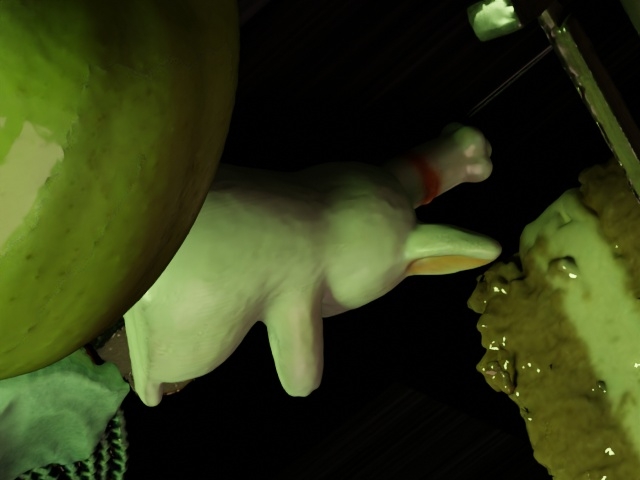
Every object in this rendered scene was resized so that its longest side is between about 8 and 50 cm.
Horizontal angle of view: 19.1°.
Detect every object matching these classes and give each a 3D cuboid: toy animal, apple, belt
[{"bbox_3d":[-0.011,0.010,1.185,0.282,0.140,0.138,-4,137,-30],"label":"toy animal"},{"bbox_3d":[-0.175,-0.065,0.895,0.279,0.279,0.279,-17,143,-13],"label":"apple"},{"bbox_3d":[-0.229,0.121,1.179,0.207,0.150,0.257,-24,146,-18],"label":"belt"}]

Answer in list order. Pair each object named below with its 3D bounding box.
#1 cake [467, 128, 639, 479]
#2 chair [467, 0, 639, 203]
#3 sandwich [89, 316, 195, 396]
[{"bbox_3d":[0.299,0.080,1.364,0.290,0.255,0.282,-35,145,19],"label":"cake"},{"bbox_3d":[0.277,-0.145,1.090,0.203,0.416,0.240,-21,109,34],"label":"chair"},{"bbox_3d":[-0.115,0.067,1.277,0.093,0.035,0.105,-7,142,-26],"label":"sandwich"}]
